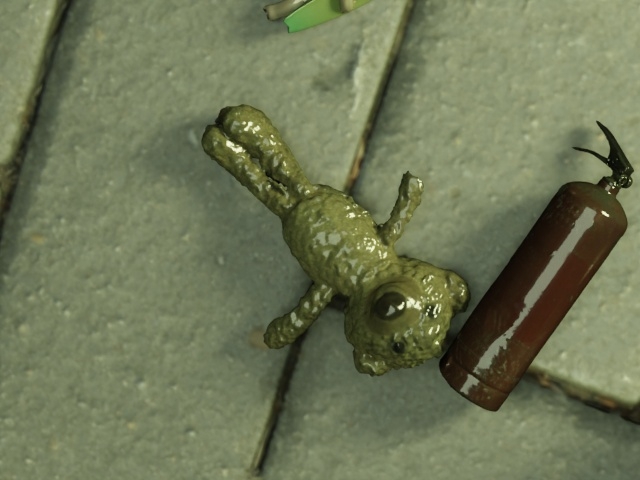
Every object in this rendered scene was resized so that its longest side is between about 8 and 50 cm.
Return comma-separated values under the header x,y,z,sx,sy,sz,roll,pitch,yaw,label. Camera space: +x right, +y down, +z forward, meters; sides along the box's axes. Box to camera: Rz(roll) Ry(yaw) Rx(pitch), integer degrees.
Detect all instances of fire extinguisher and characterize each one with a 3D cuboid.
x,y,z,sx,sy,sz,roll,pitch,yaw,label
0.200,0.023,1.340,0.089,0.072,0.267,44,106,41,fire extinguisher

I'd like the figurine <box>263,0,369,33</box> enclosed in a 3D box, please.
x,y,z,sx,sy,sz,roll,pitch,yaw,label
0.022,-0.247,1.362,0.187,0.083,0.083,-15,91,24,figurine

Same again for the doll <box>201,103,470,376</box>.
x,y,z,sx,sy,sz,roll,pitch,yaw,label
0.015,-0.010,1.380,0.203,0.091,0.286,-17,81,6,doll
